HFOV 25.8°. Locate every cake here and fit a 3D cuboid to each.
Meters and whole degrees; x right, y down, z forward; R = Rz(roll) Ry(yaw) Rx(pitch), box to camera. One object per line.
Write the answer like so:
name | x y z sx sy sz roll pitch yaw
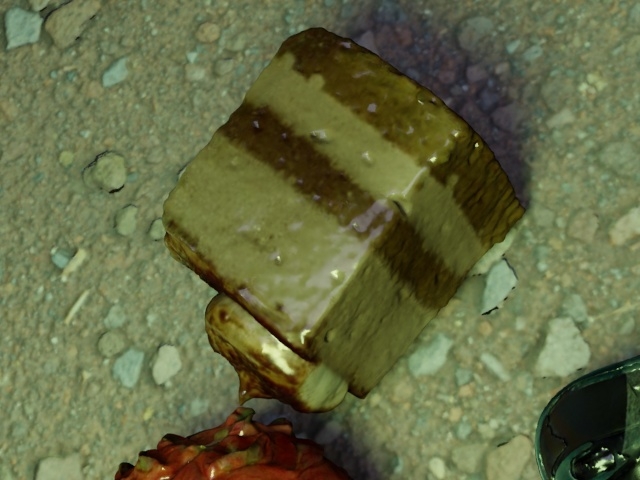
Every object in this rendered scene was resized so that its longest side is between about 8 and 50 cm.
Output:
cake | 0.000 0.000 1.161 0.198 0.196 0.293 36 86 27

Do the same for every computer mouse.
computer mouse | 0.277 0.143 1.079 0.233 0.096 0.137 -31 67 7

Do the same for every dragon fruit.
dragon fruit | -0.062 0.260 1.095 0.252 0.241 0.241 41 90 -4
